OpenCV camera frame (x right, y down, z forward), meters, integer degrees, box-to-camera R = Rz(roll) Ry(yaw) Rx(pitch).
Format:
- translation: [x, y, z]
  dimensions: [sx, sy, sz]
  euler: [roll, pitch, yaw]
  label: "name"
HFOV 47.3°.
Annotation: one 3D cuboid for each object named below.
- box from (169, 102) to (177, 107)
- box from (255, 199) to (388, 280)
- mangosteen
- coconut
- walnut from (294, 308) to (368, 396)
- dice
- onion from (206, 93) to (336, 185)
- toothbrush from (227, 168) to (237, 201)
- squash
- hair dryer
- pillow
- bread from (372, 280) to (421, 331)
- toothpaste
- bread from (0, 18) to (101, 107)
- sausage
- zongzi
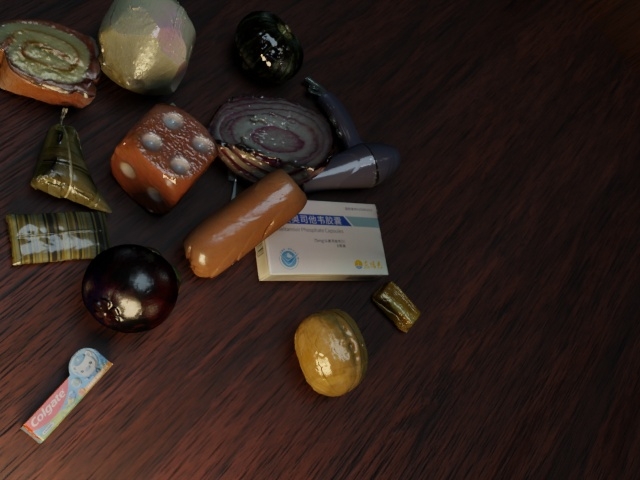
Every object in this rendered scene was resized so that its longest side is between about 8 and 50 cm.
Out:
- translation: [-0.353, -0.273, 1.738]
  dimensions: [0.083, 0.035, 0.079]
  euler: [48, 54, -6]
  label: "box"
- translation: [0.000, 0.000, 1.815]
  dimensions: [0.343, 0.065, 0.200]
  euler: [2, 68, -31]
  label: "box"
- translation: [-0.373, 0.089, 1.490]
  dimensions: [0.194, 0.194, 0.230]
  euler: [49, 28, -4]
  label: "mangosteen"
- translation: [-0.401, -0.444, 1.669]
  dimensions: [0.227, 0.227, 0.230]
  euler: [23, 54, -21]
  label: "coconut"
- translation: [0.026, 0.254, 1.667]
  dimensions: [0.165, 0.165, 0.197]
  euler: [-7, 66, -33]
  label: "walnut"
- translation: [-0.348, -0.179, 1.615]
  dimensions: [0.179, 0.175, 0.174]
  euler: [42, 55, -10]
  label: "dice"
- translation: [-0.112, -0.238, 1.805]
  dimensions: [0.314, 0.146, 0.280]
  euler: [13, 40, 4]
  label: "onion"
- translation: [-0.211, -0.063, 1.744]
  dimensions: [0.024, 0.018, 0.257]
  euler: [8, 66, -25]
  label: "toothbrush"
- translation: [-0.134, -0.501, 1.900]
  dimensions: [0.193, 0.156, 0.193]
  euler: [18, 41, -16]
  label: "squash"
- translation: [0.021, -0.287, 1.951]
  dimensions: [0.301, 0.121, 0.361]
  euler: [-16, 69, -26]
  label: "hair dryer"
- translation: [-0.536, -0.009, 1.512]
  dimensions: [0.203, 0.038, 0.113]
  euler: [-6, 72, -33]
  label: "pillow"
- translation: [0.196, 0.168, 1.871]
  dimensions: [0.132, 0.053, 0.074]
  euler: [45, 50, -7]
  label: "bread"
- translation: [-0.494, 0.292, 1.405]
  dimensions: [0.070, 0.044, 0.193]
  euler: [43, 54, -7]
  label: "toothpaste"
- translation: [-0.606, -0.392, 1.583]
  dimensions: [0.244, 0.123, 0.190]
  euler: [15, 61, -26]
  label: "bread"
- translation: [-0.175, -0.037, 1.648]
  dimensions: [0.304, 0.121, 0.121]
  euler: [-38, 91, -13]
  label: "sausage"
- translation: [-0.512, -0.165, 1.573]
  dimensions: [0.178, 0.081, 0.189]
  euler: [23, 57, -30]
  label: "zongzi"
